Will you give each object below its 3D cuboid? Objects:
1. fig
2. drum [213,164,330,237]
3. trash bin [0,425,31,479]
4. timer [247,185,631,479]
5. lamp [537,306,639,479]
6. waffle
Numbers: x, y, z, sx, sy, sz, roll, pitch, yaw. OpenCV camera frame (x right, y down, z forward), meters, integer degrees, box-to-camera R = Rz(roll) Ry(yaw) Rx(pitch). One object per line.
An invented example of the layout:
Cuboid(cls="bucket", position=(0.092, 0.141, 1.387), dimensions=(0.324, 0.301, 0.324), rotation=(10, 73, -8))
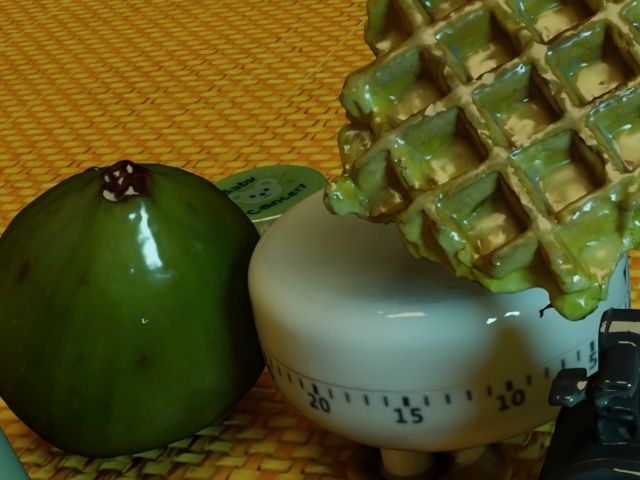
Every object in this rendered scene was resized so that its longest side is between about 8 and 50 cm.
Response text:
Cuboid(cls="fig", position=(-0.125, 0.026, 1.055), dimensions=(0.203, 0.225, 0.203), rotation=(2, 46, -3))
Cuboid(cls="drum", position=(0.012, -0.009, 1.268), dimensions=(0.253, 0.049, 0.130), rotation=(9, 32, 35))
Cuboid(cls="trash bin", position=(-0.181, 0.169, 0.581), dimensions=(0.223, 0.343, 0.158), rotation=(-31, 25, -21))
Cuboid(cls="timer", position=(0.072, 0.011, 0.977), dimensions=(0.233, 0.240, 0.233), rotation=(-8, 26, 4))
Cuboid(cls="lamp", position=(0.146, 0.133, 0.781), dimensions=(0.147, 0.172, 0.227), rotation=(-2, 28, 21))
Cuboid(cls="waffle", position=(0.146, -0.095, 0.845), dimensions=(0.301, 0.058, 0.281), rotation=(-10, 62, 18))
